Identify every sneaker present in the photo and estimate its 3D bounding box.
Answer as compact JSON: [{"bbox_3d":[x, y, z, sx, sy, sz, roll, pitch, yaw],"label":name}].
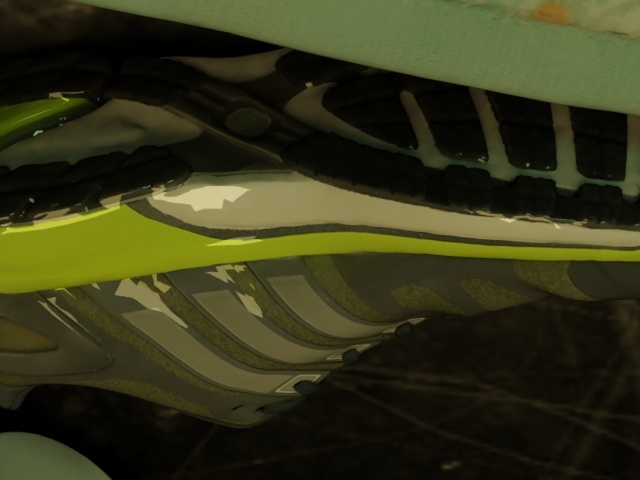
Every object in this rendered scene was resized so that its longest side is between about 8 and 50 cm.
[{"bbox_3d":[0.000,0.000,0.645,0.300,0.111,0.121,0,133,10],"label":"sneaker"}]

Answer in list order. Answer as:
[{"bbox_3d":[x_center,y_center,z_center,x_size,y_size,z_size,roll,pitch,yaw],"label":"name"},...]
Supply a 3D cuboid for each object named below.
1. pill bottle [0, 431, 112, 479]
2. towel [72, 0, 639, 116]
[{"bbox_3d":[-0.167,0.177,0.743,0.124,0.124,0.221,35,119,-18],"label":"pill bottle"},{"bbox_3d":[0.059,-0.187,0.451,0.374,0.090,0.320,7,130,-30],"label":"towel"}]
